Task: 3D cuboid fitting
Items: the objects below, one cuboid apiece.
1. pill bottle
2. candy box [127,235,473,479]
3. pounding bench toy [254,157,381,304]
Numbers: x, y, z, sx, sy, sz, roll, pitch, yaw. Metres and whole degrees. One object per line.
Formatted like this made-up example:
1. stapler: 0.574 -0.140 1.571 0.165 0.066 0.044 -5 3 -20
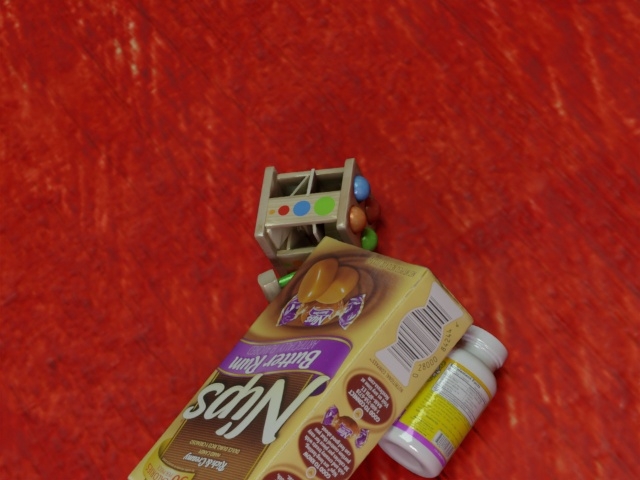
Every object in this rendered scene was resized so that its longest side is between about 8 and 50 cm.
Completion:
1. pill bottle: 0.070 0.088 1.019 0.043 0.043 0.083 24 67 34
2. candy box: -0.012 0.089 1.019 0.186 0.053 0.109 -52 30 -13
3. pounding bench toy: 0.000 0.000 1.107 0.065 0.052 0.083 -5 54 19
